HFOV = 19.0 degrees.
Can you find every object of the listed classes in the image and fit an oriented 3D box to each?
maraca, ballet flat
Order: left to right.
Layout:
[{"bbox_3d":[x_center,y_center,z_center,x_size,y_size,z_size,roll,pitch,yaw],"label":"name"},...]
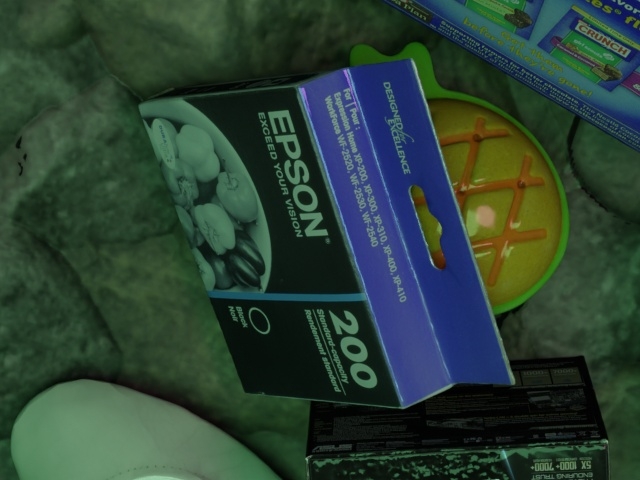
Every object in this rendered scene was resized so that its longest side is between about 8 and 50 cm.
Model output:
[{"bbox_3d":[-0.040,0.245,1.229,0.400,0.139,0.139,44,103,-10],"label":"ballet flat"},{"bbox_3d":[0.068,-0.037,1.158,0.127,0.099,0.185,-42,85,-9],"label":"maraca"}]

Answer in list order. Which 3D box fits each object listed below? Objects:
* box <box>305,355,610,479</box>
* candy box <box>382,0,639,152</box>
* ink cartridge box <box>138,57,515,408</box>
[{"bbox_3d":[0.083,0.136,1.183,0.180,0.147,0.077,-4,107,2],"label":"box"},{"bbox_3d":[0.164,-0.186,0.978,0.268,0.317,0.122,31,70,1],"label":"candy box"},{"bbox_3d":[0.000,0.000,1.134,0.208,0.045,0.206,-2,112,47],"label":"ink cartridge box"}]
